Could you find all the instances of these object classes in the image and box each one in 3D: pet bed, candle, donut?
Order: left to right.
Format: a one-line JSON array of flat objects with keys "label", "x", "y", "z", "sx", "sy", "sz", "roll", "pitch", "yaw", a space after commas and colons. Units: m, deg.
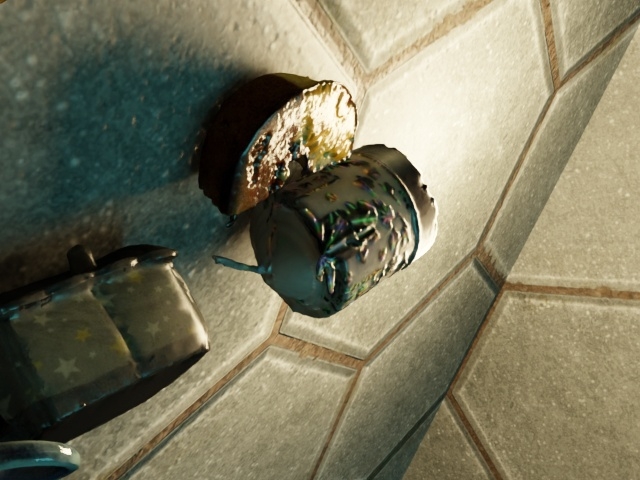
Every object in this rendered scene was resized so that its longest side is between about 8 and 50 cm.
[{"label": "pet bed", "x": -0.239, "y": 0.094, "z": 0.652, "sx": 0.211, "sy": 0.159, "sz": 0.183, "roll": -21, "pitch": 166, "yaw": -46}, {"label": "donut", "x": -0.047, "y": -0.125, "z": 0.773, "sx": 0.217, "sy": 0.085, "sz": 0.141, "roll": -28, "pitch": 141, "yaw": -43}, {"label": "candle", "x": 0.000, "y": 0.000, "z": 0.886, "sx": 0.330, "sy": 0.187, "sz": 0.187, "roll": -30, "pitch": 143, "yaw": -37}]

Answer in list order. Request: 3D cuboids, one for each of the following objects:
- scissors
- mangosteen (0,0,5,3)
[{"label": "scissors", "x": -0.336, "y": 0.239, "z": 0.620, "sx": 0.256, "sy": 0.029, "sz": 0.383, "roll": -2, "pitch": 154, "yaw": -13}, {"label": "mangosteen", "x": -0.201, "y": -0.202, "z": 0.378, "sx": 0.181, "sy": 0.146, "sz": 0.155, "roll": -8, "pitch": 124, "yaw": -55}]
